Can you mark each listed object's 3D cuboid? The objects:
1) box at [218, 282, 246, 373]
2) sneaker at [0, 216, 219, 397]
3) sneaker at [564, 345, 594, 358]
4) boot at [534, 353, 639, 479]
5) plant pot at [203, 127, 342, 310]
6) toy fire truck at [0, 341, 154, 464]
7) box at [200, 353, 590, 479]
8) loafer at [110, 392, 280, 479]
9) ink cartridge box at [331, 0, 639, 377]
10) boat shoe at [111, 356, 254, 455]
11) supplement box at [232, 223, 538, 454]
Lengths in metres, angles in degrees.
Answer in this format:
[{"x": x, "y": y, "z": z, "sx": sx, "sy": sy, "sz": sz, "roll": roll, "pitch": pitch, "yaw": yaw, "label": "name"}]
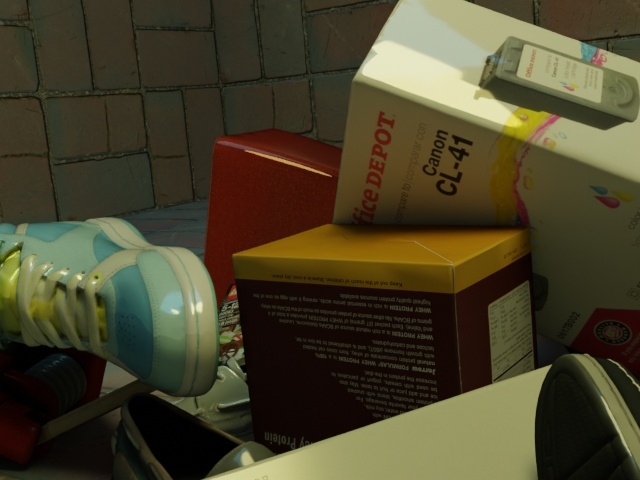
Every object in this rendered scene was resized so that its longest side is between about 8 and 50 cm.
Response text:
[{"x": -0.009, "y": 0.085, "z": 0.885, "sx": 0.233, "sy": 0.044, "sz": 0.159, "roll": -15, "pitch": 30, "yaw": 21, "label": "box"}, {"x": -0.222, "y": 0.057, "z": 0.684, "sx": 0.208, "sy": 0.127, "sz": 0.319, "roll": -3, "pitch": 10, "yaw": -30, "label": "sneaker"}, {"x": 0.328, "y": 0.087, "z": 0.831, "sx": 0.350, "sy": 0.148, "sz": 0.131, "roll": 15, "pitch": -25, "yaw": 5, "label": "sneaker"}, {"x": 0.211, "y": 0.145, "z": 0.357, "sx": 0.179, "sy": 0.085, "sz": 0.236, "roll": -5, "pitch": 47, "yaw": -17, "label": "boot"}, {"x": 0.000, "y": 0.000, "z": 1.127, "sx": 0.236, "sy": 0.267, "sz": 0.267, "roll": 8, "pitch": 12, "yaw": 11, "label": "plant pot"}, {"x": -0.261, "y": 0.136, "z": 0.816, "sx": 0.246, "sy": 0.158, "sz": 0.217, "roll": 21, "pitch": 20, "yaw": 12, "label": "toy fire truck"}, {"x": 0.057, "y": 0.156, "z": 0.444, "sx": 0.275, "sy": 0.113, "sz": 0.094, "roll": -11, "pitch": 47, "yaw": -29, "label": "box"}, {"x": -0.072, "y": 0.172, "z": 0.579, "sx": 0.096, "sy": 0.084, "sz": 0.267, "roll": -13, "pitch": 12, "yaw": -41, "label": "loafer"}, {"x": 0.175, "y": -0.042, "z": 0.687, "sx": 0.306, "sy": 0.226, "sz": 0.131, "roll": 21, "pitch": 55, "yaw": 10, "label": "ink cartridge box"}, {"x": -0.078, "y": 0.144, "z": 0.764, "sx": 0.228, "sy": 0.081, "sz": 0.079, "roll": -8, "pitch": 9, "yaw": -16, "label": "boat shoe"}, {"x": 0.053, "y": 0.094, "z": 0.644, "sx": 0.191, "sy": 0.194, "sz": 0.129, "roll": 1, "pitch": 12, "yaw": 36, "label": "supplement box"}]
